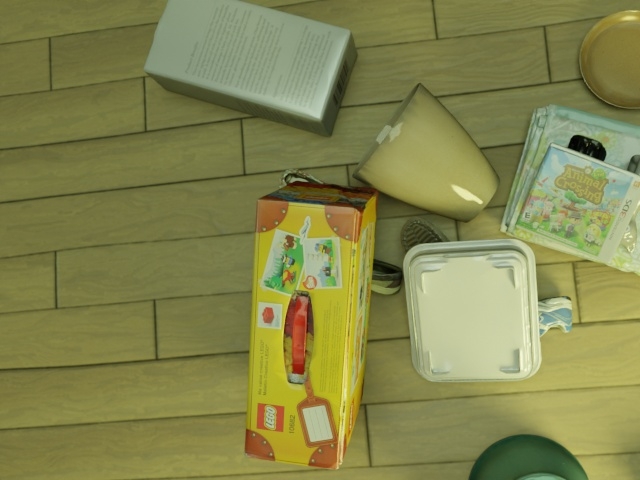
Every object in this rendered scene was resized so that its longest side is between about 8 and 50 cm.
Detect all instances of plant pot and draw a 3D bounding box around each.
[{"bbox_3d":[0.443,0.554,1.596,0.271,0.255,0.272,-1,83,8],"label":"plant pot"},{"bbox_3d":[0.256,-0.170,1.746,0.274,0.256,0.256,35,89,-5],"label":"plant pot"},{"bbox_3d":[0.719,-0.415,1.796,0.236,0.032,0.236,-1,82,8],"label":"plant pot"}]

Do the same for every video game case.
[{"bbox_3d":[0.545,-0.079,1.629,0.212,0.023,0.193,23,101,9],"label":"video game case"}]

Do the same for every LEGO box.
[{"bbox_3d":[-0.009,0.147,1.594,0.193,0.372,0.500,5,100,9],"label":"LEGO box"}]

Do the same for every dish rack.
[{"bbox_3d":[0.327,0.168,1.685,0.285,0.072,0.333,-3,106,14],"label":"dish rack"}]

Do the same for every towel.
[{"bbox_3d":[0.623,-0.115,1.746,0.374,0.090,0.320,17,88,10],"label":"towel"}]

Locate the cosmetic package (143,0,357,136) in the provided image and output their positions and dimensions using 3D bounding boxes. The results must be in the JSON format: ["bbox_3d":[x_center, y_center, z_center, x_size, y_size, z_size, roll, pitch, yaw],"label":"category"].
[{"bbox_3d":[-0.163,-0.429,1.864,0.453,0.161,0.230,18,86,10],"label":"cosmetic package"}]

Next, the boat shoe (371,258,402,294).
[{"bbox_3d":[0.083,0.059,1.795,0.223,0.080,0.073,17,125,5],"label":"boat shoe"}]

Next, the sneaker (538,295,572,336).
[{"bbox_3d":[0.460,0.179,1.732,0.211,0.080,0.081,-11,78,8],"label":"sneaker"}]

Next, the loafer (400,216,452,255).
[{"bbox_3d":[0.282,0.060,1.764,0.102,0.092,0.268,-39,85,18],"label":"loafer"}]

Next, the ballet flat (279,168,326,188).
[{"bbox_3d":[0.004,-0.097,1.839,0.241,0.077,0.091,25,85,10],"label":"ballet flat"}]

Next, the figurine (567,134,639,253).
[{"bbox_3d":[0.609,-0.094,1.666,0.215,0.092,0.209,20,97,10],"label":"figurine"}]
